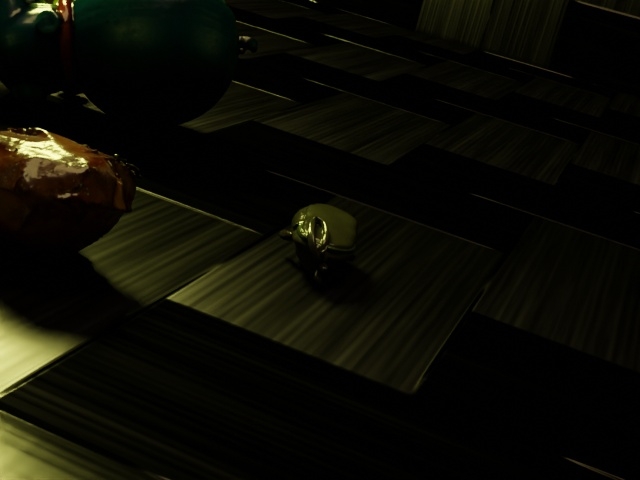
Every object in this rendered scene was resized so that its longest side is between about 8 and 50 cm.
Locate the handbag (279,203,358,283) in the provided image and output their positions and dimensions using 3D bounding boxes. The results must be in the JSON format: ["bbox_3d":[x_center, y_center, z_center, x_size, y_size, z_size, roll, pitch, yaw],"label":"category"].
[{"bbox_3d":[0.000,0.000,0.868,0.072,0.047,0.111,19,19,-5],"label":"handbag"}]

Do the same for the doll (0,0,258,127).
[{"bbox_3d":[-0.234,-0.225,1.136,0.322,0.186,0.198,-2,-12,2],"label":"doll"}]

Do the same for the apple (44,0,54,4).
[{"bbox_3d":[-0.331,-0.363,1.429,0.188,0.188,0.174,22,10,20],"label":"apple"}]

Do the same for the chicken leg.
[{"bbox_3d":[-0.280,-0.054,0.781,0.304,0.093,0.113,15,-3,28],"label":"chicken leg"}]
